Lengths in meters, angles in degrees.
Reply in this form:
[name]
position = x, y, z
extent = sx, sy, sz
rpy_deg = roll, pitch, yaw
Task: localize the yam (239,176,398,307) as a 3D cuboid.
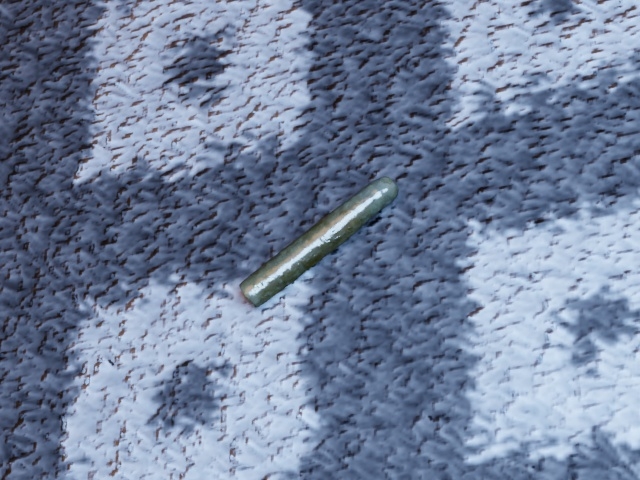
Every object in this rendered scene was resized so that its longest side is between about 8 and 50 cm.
[yam]
position = 0.000, 0.000, 1.193
extent = 0.116, 0.021, 0.021
rpy_deg = -38, 54, -7
